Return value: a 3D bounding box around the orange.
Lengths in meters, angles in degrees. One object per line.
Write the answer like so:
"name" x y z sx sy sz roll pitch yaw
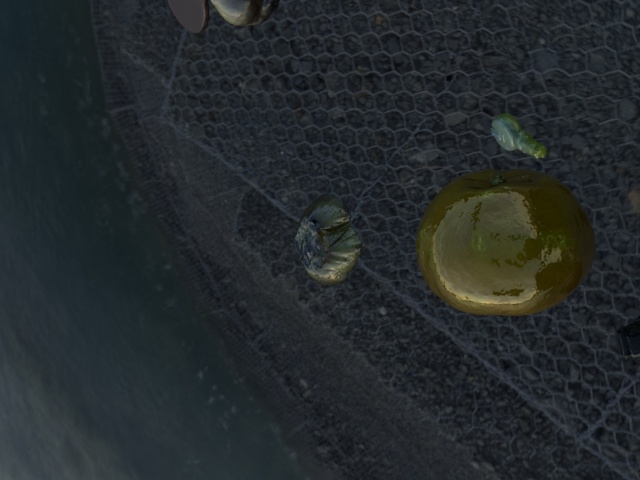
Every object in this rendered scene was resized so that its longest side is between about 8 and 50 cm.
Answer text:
"orange" 0.295 0.000 0.903 0.279 0.279 0.235 -5 100 35

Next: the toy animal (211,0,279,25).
"toy animal" -0.071 -0.436 0.878 0.233 0.121 0.168 -17 78 -5

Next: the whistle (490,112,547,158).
"whistle" 0.517 -0.266 1.460 0.104 0.057 0.198 64 179 -38

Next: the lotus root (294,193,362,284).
"lotus root" -0.002 0.003 1.216 0.183 0.078 0.203 48 132 32

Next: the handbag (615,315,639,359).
"handbag" 0.612 0.128 0.876 0.247 0.223 0.080 -20 73 33

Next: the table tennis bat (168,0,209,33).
"table tennis bat" -0.154 -0.272 0.571 0.158 0.014 0.095 43 151 38
